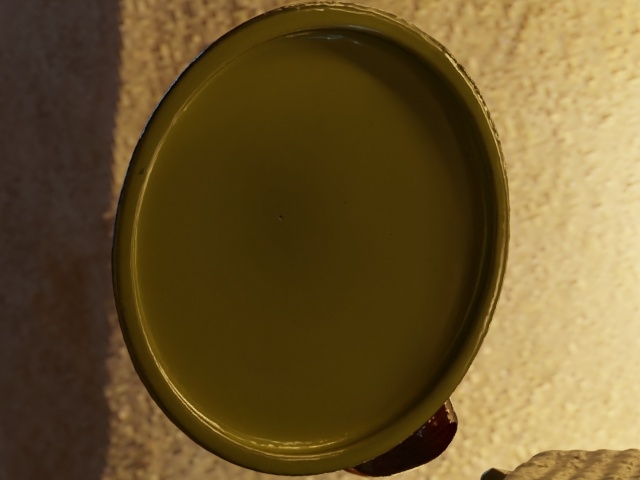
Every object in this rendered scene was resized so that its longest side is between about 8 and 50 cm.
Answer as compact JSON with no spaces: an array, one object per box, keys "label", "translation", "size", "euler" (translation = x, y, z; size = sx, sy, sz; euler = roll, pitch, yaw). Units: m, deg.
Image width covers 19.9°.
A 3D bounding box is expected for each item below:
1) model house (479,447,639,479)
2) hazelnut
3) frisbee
[{"label":"model house","translation":[0.191,0.231,1.173],"size":[0.234,0.193,0.175],"euler":[22,-79,14]},{"label":"hazelnut","translation":[0.041,0.109,1.116],"size":[0.086,0.086,0.086],"euler":[27,-54,44]},{"label":"frisbee","translation":[0.000,0.000,0.903],"size":[0.017,0.236,0.236],"euler":[13,-64,56]}]
